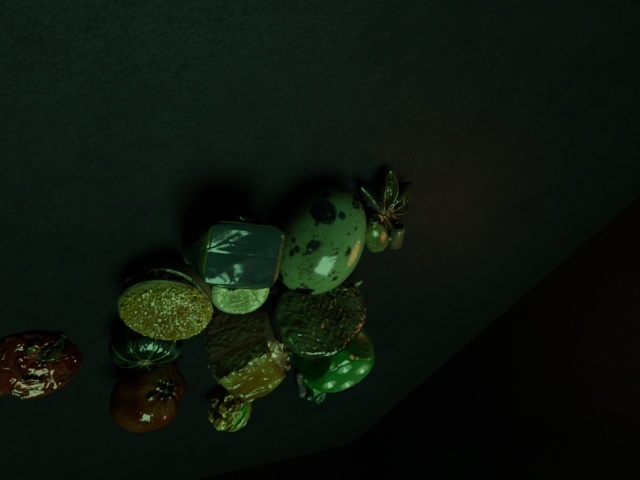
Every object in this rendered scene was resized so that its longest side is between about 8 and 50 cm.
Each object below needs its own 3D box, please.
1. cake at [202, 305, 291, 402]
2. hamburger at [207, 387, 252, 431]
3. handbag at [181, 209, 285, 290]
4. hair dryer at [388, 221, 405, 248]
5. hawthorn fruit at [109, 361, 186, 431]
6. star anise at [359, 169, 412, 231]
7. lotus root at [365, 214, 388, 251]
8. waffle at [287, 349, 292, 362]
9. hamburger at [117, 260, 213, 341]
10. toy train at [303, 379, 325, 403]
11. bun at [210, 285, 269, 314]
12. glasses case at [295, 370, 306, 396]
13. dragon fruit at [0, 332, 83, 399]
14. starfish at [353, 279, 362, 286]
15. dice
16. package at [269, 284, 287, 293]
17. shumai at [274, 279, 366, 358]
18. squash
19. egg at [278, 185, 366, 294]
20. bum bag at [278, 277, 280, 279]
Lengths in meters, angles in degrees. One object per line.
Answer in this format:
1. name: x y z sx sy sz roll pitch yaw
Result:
1. cake: -0.291 0.436 1.634 0.294 0.306 0.314 -26 140 -10
2. hamburger: -0.475 0.851 2.052 0.237 0.237 0.149 -38 137 11
3. handbag: -0.265 0.022 1.195 0.263 0.241 0.222 2 99 -31
4. hair dryer: 0.258 -0.010 1.665 0.182 0.064 0.117 -12 138 -11
5. hawthorn fruit: -0.720 0.619 1.624 0.331 0.286 0.287 -20 147 28
6. star anise: 0.205 -0.118 1.477 0.316 0.108 0.315 -15 141 -12
7. lotus root: 0.195 -0.020 1.435 0.091 0.077 0.183 -23 145 -2
8. waffle: -0.301 0.618 2.010 0.298 0.073 0.317 5 138 -27
9. hamburger: -0.500 0.209 1.313 0.303 0.170 0.301 -1 126 -2
10. toy train: 0.034 0.775 2.264 0.301 0.120 0.202 -24 131 -32
11. bun: -0.301 0.162 1.461 0.221 0.134 0.220 -8 129 -10
12. glasses case: -0.079 0.836 2.369 0.124 0.075 0.316 -20 138 -16
13. dragon fruit: -0.960 0.422 1.343 0.317 0.152 0.205 9 127 -37
14. starfish: 0.104 0.209 1.799 0.176 0.053 0.208 -12 128 8
15. dice: 0.069 0.554 1.989 0.300 0.287 0.297 19 119 -42
16. package: -0.174 0.202 1.662 0.083 0.029 0.059 0 137 -42
17. shumai: -0.033 0.329 1.672 0.398 0.324 0.323 -28 170 -33
18. squash: -0.633 0.373 1.469 0.253 0.165 0.252 -9 144 -7
19. egg: 0.000 0.000 1.331 0.288 0.288 0.378 16 105 -41
20. bum bag: -0.157 0.066 1.475 0.144 0.095 0.340 -35 138 12
